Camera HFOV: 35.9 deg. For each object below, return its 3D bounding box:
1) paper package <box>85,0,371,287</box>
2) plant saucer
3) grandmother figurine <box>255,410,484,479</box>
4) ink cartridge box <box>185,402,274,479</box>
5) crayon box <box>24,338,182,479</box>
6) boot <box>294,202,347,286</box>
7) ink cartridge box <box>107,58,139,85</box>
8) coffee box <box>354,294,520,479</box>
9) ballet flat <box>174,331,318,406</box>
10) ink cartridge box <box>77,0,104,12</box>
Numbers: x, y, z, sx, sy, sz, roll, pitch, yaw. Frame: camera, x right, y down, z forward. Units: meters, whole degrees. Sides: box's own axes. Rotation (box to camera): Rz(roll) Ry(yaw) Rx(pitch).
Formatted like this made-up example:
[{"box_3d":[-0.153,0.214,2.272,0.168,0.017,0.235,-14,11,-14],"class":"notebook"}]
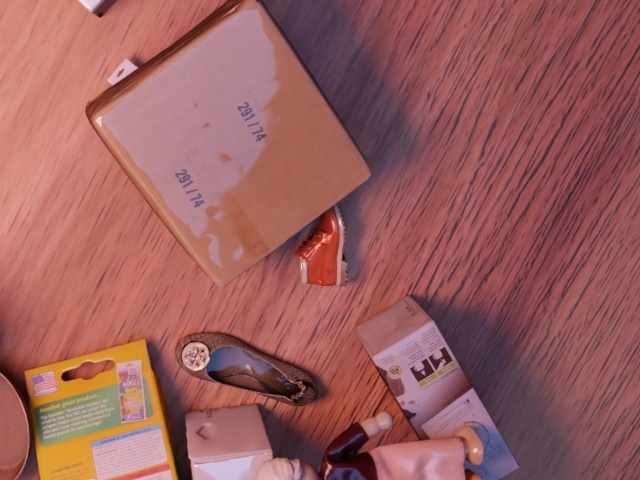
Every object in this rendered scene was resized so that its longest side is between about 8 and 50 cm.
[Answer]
[{"box_3d":[-0.138,-0.153,1.477,0.309,0.168,0.325,-36,111,-1],"class":"paper package"},{"box_3d":[-0.514,0.286,1.546,0.198,0.036,0.199,5,99,31],"class":"plant saucer"},{"box_3d":[0.071,0.360,1.466,0.342,0.104,0.208,1,79,-17],"class":"grandmother figurine"},{"box_3d":[-0.134,0.445,1.579,0.129,0.223,0.307,-7,101,-9],"class":"ink cartridge box"},{"box_3d":[-0.331,0.338,1.546,0.203,0.083,0.323,-15,67,-5],"class":"crayon box"},{"box_3d":[0.000,0.000,1.602,0.084,0.059,0.158,-2,102,-3],"class":"boot"},{"box_3d":[-0.283,-0.237,1.526,0.083,0.028,0.048,42,92,-14],"class":"ink cartridge box"},{"box_3d":[0.188,0.258,1.622,0.119,0.168,0.297,-32,103,-1],"class":"coffee box"},{"box_3d":[-0.119,0.217,1.623,0.250,0.058,0.084,23,96,-12],"class":"ballet flat"},{"box_3d":[-0.382,-0.453,1.381,0.278,0.201,0.117,43,92,-13],"class":"ink cartridge box"}]
